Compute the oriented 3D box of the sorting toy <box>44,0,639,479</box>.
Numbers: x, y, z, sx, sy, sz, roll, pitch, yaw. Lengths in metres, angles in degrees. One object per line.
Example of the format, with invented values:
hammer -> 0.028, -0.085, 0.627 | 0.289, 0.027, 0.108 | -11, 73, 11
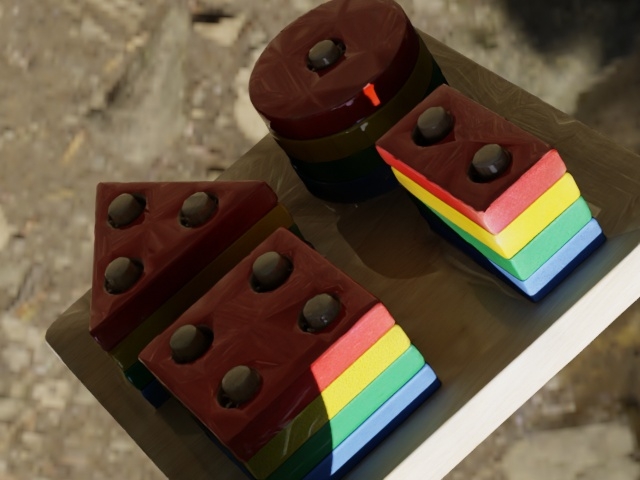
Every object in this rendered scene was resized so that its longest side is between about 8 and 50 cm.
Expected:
sorting toy -> 0.000, 0.000, 0.939 | 0.257, 0.255, 0.089 | -42, 128, -8
